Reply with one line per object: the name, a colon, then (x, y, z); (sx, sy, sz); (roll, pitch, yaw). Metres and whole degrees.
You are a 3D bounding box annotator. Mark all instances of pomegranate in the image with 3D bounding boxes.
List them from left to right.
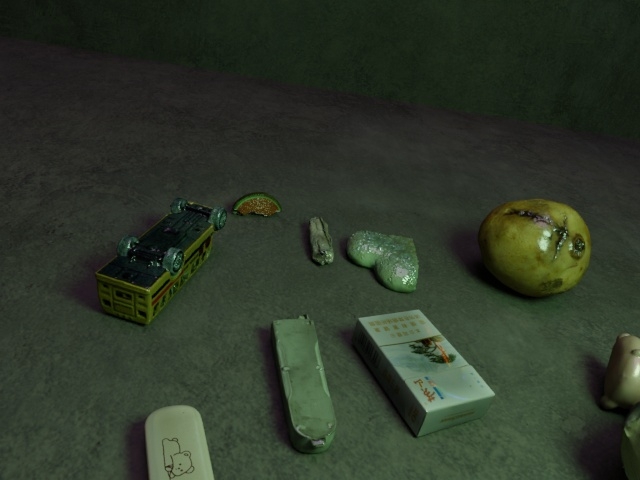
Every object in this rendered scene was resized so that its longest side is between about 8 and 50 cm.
pomegranate: (0.523, 0.016, 1.229); (0.260, 0.261, 0.260); (8, 30, -5)

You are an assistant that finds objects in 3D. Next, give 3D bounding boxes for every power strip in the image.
power strip: (-0.030, 0.233, 0.850); (0.080, 0.048, 0.286); (0, 32, -14)

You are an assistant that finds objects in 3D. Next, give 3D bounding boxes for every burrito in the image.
burrito: (0.001, 0.001, 1.262); (0.058, 0.045, 0.188); (-16, 33, 4)

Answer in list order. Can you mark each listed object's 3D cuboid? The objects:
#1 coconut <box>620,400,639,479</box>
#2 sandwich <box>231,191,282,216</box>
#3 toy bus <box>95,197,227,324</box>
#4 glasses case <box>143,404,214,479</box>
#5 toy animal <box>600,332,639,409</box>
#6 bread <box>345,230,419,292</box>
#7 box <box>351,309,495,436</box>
coconut: (0.564, 0.314, 0.726); (0.247, 0.245, 0.245); (29, 34, 15)
sandwich: (-0.168, -0.098, 1.349); (0.135, 0.067, 0.029); (-1, 28, -20)
toy bus: (-0.310, 0.026, 1.034); (0.121, 0.123, 0.335); (14, 30, 8)
glasses case: (-0.187, 0.307, 0.668); (0.083, 0.050, 0.196); (-5, 34, -23)
toy animal: (0.634, 0.267, 0.920); (0.197, 0.172, 0.171); (18, 30, 27)
bread: (0.173, 0.038, 1.238); (0.172, 0.064, 0.232); (-17, 41, -36)
box: (0.176, 0.227, 0.910); (0.149, 0.067, 0.233); (-6, 35, -26)
